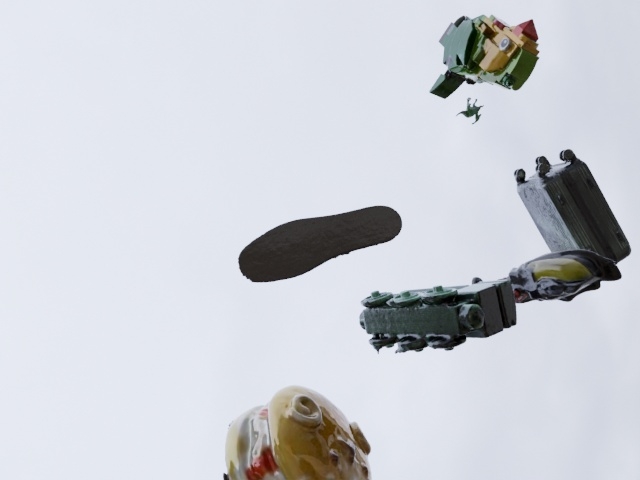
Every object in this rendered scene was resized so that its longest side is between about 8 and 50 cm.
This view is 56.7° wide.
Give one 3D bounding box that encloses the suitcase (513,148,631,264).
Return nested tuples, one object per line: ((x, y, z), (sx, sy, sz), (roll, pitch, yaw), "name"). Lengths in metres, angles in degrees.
((0.620, -0.065, 1.482), (0.128, 0.202, 0.312), (-31, -87, -2), "suitcase")

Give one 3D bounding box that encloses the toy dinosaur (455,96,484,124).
((0.305, -0.259, 1.219), (0.083, 0.021, 0.062), (-40, -42, -16), "toy dinosaur")

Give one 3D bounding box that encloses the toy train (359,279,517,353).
((0.123, 0.083, 0.667), (0.111, 0.171, 0.071), (-10, -91, -39), "toy train")

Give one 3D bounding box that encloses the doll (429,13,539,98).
((0.267, -0.295, 0.959), (0.106, 0.186, 0.134), (14, -83, -33), "doll")

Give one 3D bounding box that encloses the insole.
((0.000, 0.000, 1.136), (0.328, 0.007, 0.111), (-16, -107, -6), "insole")

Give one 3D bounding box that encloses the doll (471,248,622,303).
((0.364, 0.067, 0.992), (0.088, 0.249, 0.127), (50, -136, -29), "doll")

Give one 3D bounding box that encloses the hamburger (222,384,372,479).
((-0.021, 0.400, 1.028), (0.261, 0.186, 0.302), (45, -158, -29), "hamburger")
